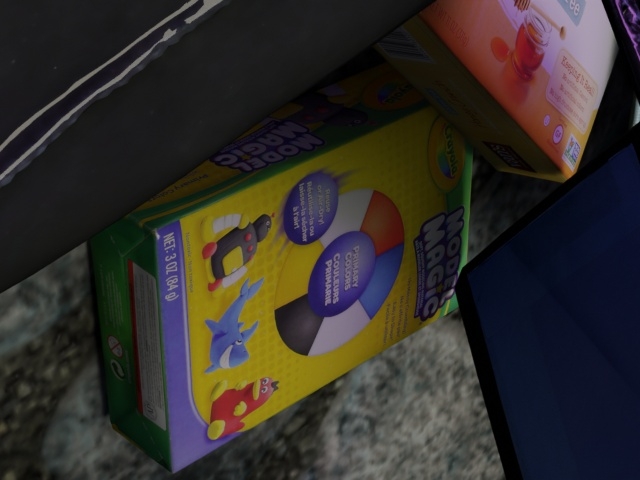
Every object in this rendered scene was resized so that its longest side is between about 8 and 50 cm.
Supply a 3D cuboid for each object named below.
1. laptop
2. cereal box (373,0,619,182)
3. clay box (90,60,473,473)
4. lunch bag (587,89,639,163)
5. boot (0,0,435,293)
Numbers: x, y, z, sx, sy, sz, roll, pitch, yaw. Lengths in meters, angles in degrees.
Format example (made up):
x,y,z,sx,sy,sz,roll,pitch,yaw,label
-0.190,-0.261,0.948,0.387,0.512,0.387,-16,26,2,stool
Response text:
x,y,z,sx,sy,sz,roll,pitch,yaw,label
0.098,0.050,0.532,0.137,0.234,0.264,-21,153,15,laptop
0.101,-0.167,0.629,0.173,0.047,0.240,34,73,-52,cereal box
0.000,0.000,0.662,0.222,0.053,0.127,-26,130,-35,clay box
0.231,-0.056,0.748,0.223,0.160,0.262,-44,146,-62,lunch bag
-0.089,-0.118,0.335,0.445,0.146,0.367,-36,157,-10,boot
